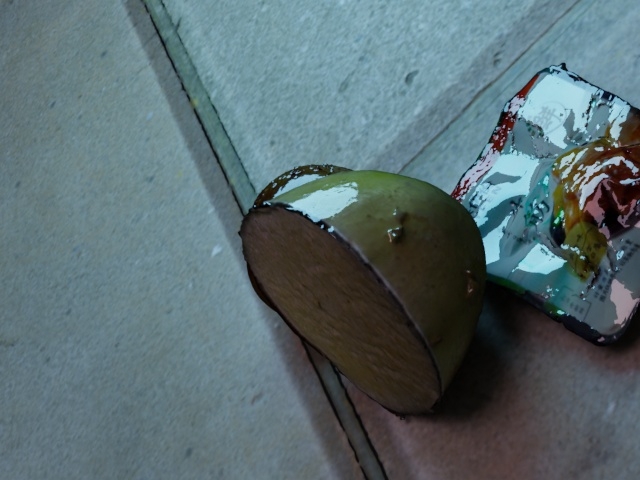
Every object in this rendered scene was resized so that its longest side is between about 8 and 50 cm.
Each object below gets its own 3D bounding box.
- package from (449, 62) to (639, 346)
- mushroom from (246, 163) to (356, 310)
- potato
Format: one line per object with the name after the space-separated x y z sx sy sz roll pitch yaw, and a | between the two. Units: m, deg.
0.168 -0.031 1.130 0.166 0.040 0.232 -54 35 1 | package
0.000 0.000 1.267 0.127 0.087 0.127 -8 65 18 | mushroom
0.046 0.016 1.140 0.117 0.182 0.202 -42 7 -19 | potato
